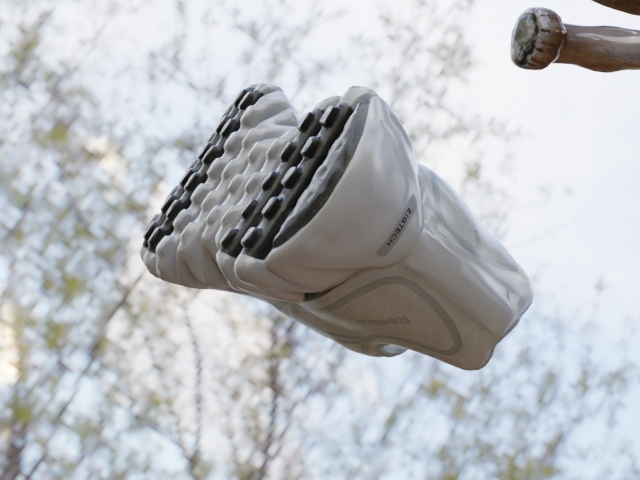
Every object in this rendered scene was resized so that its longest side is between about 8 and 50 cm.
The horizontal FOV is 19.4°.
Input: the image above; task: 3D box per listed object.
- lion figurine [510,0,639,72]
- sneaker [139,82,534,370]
[{"bbox_3d":[0.260,-0.120,0.802,0.240,0.142,0.392,4,7,-25],"label":"lion figurine"},{"bbox_3d":[0.000,0.000,0.843,0.118,0.110,0.292,34,-3,-17],"label":"sneaker"}]
